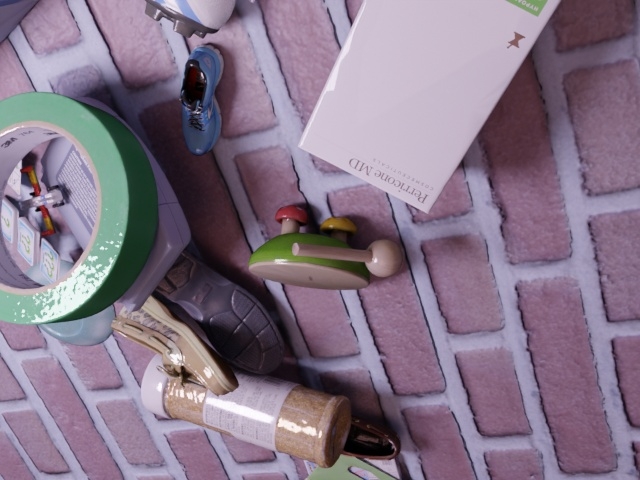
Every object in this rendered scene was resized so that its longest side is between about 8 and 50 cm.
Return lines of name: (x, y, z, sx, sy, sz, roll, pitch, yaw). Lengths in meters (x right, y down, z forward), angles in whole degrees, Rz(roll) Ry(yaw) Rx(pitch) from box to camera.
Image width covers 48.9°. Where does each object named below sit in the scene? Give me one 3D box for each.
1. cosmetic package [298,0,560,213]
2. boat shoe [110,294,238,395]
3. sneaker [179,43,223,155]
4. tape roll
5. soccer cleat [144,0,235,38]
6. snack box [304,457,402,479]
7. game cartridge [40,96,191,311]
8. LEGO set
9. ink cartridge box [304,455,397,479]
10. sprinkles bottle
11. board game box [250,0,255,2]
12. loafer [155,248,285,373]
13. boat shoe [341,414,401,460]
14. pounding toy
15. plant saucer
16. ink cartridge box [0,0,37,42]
cosmetic package: (0.139, -0.243, 0.836, 0.196, 0.155, 0.366, 26, 121, -1)
boat shoe: (-0.240, 0.180, 1.150, 0.285, 0.089, 0.105, 30, 161, 42)
sneaker: (-0.182, -0.195, 1.009, 0.063, 0.073, 0.162, 12, 121, 10)
tape roll: (-0.387, -0.044, 0.991, 0.321, 0.077, 0.321, -1, 87, 19)
soccer cleat: (-0.252, -0.392, 0.913, 0.331, 0.116, 0.143, 28, 107, -2)
snack box: (0.059, 0.421, 1.308, 0.178, 0.022, 0.064, -6, 118, 20)
game cartridge: (-0.316, -0.063, 1.071, 0.198, 0.062, 0.297, -46, 71, 29)
LEGO set: (-0.489, -0.056, 1.150, 0.182, 0.060, 0.244, 40, 130, 23)
ink cartridge box: (0.040, 0.501, 1.322, 0.171, 0.056, 0.235, 29, 130, -5)
sprinkles bottle: (-0.129, 0.279, 1.198, 0.355, 0.121, 0.121, 11, 121, 22)
board game box: (-0.002, -0.400, 0.710, 0.141, 0.291, 0.232, 44, 122, -9)
loafer: (-0.177, 0.099, 1.178, 0.302, 0.095, 0.109, 44, 91, -14)
boat shoe: (0.039, 0.336, 1.229, 0.206, 0.073, 0.073, 8, 88, 9)
pounding toy: (0.000, 0.000, 1.033, 0.182, 0.110, 0.237, 13, 165, -24)
plant saucer: (-0.476, 0.127, 1.303, 0.194, 0.037, 0.195, 8, 121, 14)
ink cartridge box: (-0.629, -0.420, 0.983, 0.270, 0.151, 0.395, -32, 104, 29)
